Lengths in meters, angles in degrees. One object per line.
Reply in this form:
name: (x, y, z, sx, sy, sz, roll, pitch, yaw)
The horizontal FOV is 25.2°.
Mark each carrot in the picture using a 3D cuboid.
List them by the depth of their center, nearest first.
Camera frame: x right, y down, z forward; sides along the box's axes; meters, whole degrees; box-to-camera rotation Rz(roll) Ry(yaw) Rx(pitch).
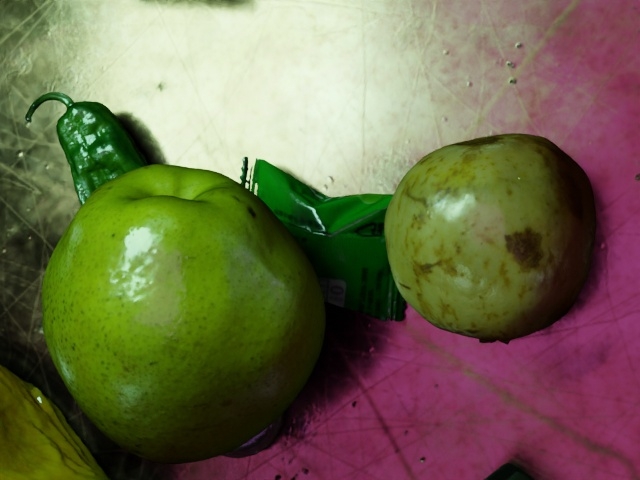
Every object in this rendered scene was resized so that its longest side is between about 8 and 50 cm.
carrot: (-0.349, 0.300, 1.507, 0.241, 0.241, 0.341, 10, 93, 15)

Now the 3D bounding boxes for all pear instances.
pear: (-0.137, 0.076, 1.409, 0.294, 0.294, 0.294, 0, 88, 15)

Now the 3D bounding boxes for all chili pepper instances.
chili pepper: (-0.228, -0.052, 1.566, 0.100, 0.074, 0.257, -23, 83, 13)

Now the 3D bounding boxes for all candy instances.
candy: (-0.001, -0.002, 1.505, 0.203, 0.078, 0.141, 12, 91, 20)
candy: (-0.089, 0.182, 1.539, 0.103, 0.043, 0.103, 0, 88, 12)

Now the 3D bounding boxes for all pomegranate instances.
pomegranate: (0.173, 0.003, 1.386, 0.215, 0.215, 0.215, 0, 88, 15)

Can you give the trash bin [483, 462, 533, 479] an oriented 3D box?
trash bin: (0.144, 0.423, 1.416, 0.223, 0.158, 0.343, 44, 104, 13)
